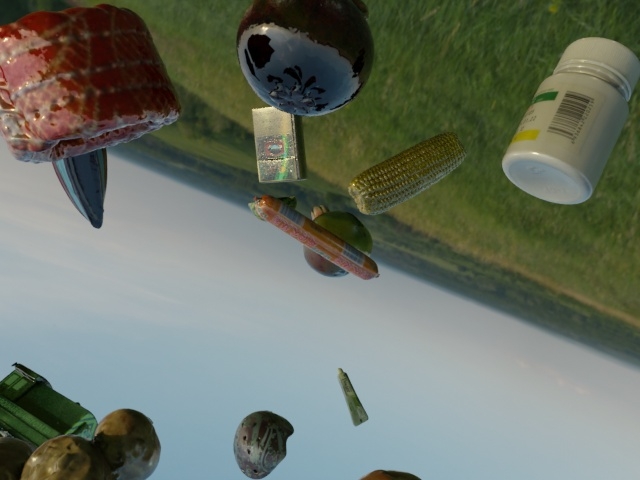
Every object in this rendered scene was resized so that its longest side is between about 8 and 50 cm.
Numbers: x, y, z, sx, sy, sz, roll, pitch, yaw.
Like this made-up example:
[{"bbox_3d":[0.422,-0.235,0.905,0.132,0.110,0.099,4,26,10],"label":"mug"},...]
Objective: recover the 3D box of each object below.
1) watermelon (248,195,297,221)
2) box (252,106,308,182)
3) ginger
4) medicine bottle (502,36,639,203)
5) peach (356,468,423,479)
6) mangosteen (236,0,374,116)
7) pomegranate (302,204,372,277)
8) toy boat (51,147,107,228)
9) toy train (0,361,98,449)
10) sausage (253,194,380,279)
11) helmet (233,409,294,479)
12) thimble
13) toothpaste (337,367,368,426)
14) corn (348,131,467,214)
[{"bbox_3d":[-0.156,-0.117,2.038,0.163,0.086,0.069,-12,144,-1],"label":"watermelon"},{"bbox_3d":[-0.126,-0.305,1.975,0.159,0.240,0.071,-2,-172,29],"label":"box"},{"bbox_3d":[-0.453,0.397,1.008,0.376,0.176,0.256,-9,-158,-8],"label":"ginger"},{"bbox_3d":[0.576,-0.273,1.422,0.208,0.339,0.208,28,167,7],"label":"medicine bottle"},{"bbox_3d":[0.119,0.538,1.060,0.248,0.292,0.292,9,174,29],"label":"peach"},{"bbox_3d":[-0.026,-0.446,1.364,0.307,0.346,0.307,11,164,3],"label":"mangosteen"},{"bbox_3d":[0.032,-0.010,1.574,0.180,0.180,0.209,22,-143,-48],"label":"pomegranate"},{"bbox_3d":[-0.597,-0.194,1.559,0.136,0.392,0.079,-17,-145,-24],"label":"toy boat"},{"bbox_3d":[-0.644,0.403,1.399,0.330,0.178,0.138,18,134,27],"label":"toy train"},{"bbox_3d":[0.000,0.000,1.306,0.348,0.053,0.053,32,175,-28],"label":"sausage"},{"bbox_3d":[-0.167,0.525,1.654,0.153,0.176,0.107,-7,132,33],"label":"helmet"},{"bbox_3d":[-0.462,-0.292,1.196,0.350,0.230,0.350,-19,-173,3],"label":"thimble"},{"bbox_3d":[0.087,0.451,1.825,0.029,0.048,0.197,60,-177,-44],"label":"toothpaste"},{"bbox_3d":[0.245,-0.189,1.721,0.131,0.345,0.131,58,171,14],"label":"corn"}]
